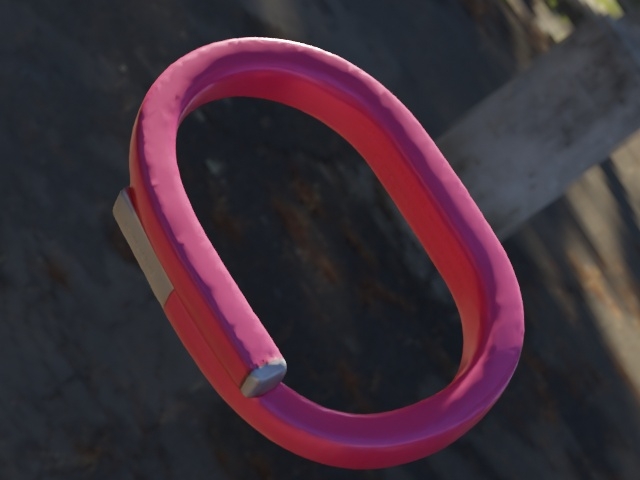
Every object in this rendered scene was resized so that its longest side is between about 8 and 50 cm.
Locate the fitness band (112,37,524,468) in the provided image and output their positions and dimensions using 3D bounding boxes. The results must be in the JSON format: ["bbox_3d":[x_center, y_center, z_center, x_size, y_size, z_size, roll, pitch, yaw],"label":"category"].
[{"bbox_3d":[0.000,0.000,1.025,0.209,0.054,0.291,-20,67,-30],"label":"fitness band"}]
